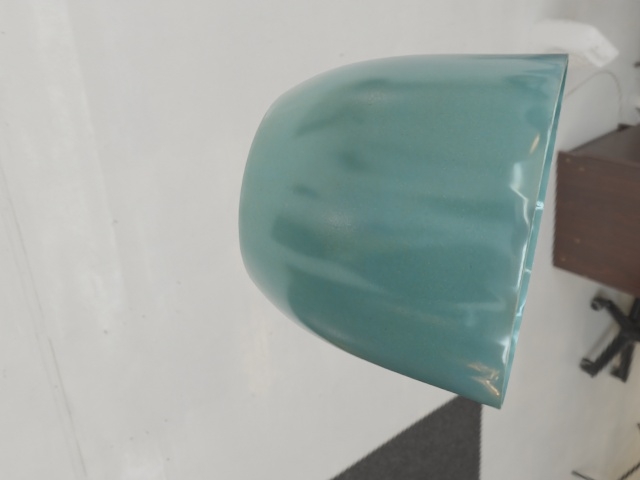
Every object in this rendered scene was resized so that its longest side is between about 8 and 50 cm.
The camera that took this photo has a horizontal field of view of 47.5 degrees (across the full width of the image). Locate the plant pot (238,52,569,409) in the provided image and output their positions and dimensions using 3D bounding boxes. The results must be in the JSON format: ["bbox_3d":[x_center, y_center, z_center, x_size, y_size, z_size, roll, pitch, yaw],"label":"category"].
[{"bbox_3d":[0.069,-0.025,0.635,0.293,0.235,0.293,11,90,-73],"label":"plant pot"}]
